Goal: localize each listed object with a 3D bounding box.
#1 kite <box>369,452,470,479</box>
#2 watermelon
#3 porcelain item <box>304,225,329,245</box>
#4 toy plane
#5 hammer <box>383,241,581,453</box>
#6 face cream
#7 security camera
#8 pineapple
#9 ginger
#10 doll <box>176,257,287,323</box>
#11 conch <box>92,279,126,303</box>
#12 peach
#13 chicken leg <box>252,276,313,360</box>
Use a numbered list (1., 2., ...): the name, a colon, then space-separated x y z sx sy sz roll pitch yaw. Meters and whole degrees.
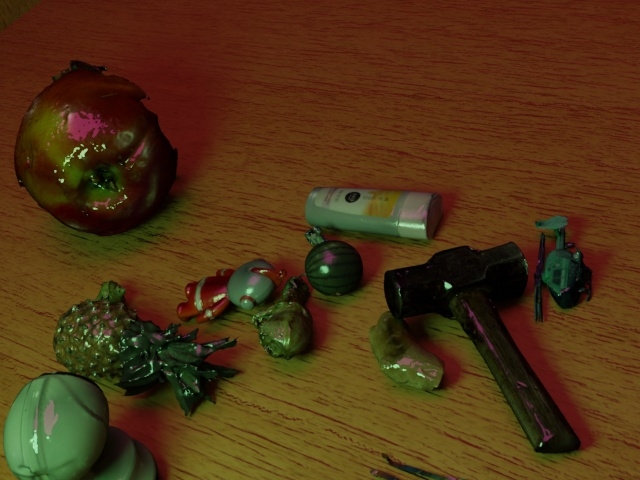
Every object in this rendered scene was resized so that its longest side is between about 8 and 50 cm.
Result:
1. kite: 0.167 0.374 1.345 0.245 0.015 0.141 14 41 38
2. watermelon: 0.013 0.054 1.718 0.133 0.105 0.105 -9 38 -9
3. porcelain item: 0.000 0.000 1.814 0.021 0.075 0.136 -31 41 -11
4. toy plane: 0.416 0.041 1.607 0.096 0.060 0.235 -14 42 29
5. hammer: 0.278 0.175 1.477 0.242 0.095 0.409 -12 48 -15
6. face cream: 0.105 -0.059 1.841 0.269 0.073 0.107 7 55 28
7. security camera: -0.387 0.331 1.445 0.196 0.277 0.191 -11 41 13
8. pineapple: -0.315 0.205 1.661 0.364 0.166 0.165 12 49 31
9. ginger: 0.139 0.188 1.543 0.095 0.069 0.190 -29 41 -4
10. doll: -0.165 0.092 1.767 0.245 0.076 0.142 -15 39 26
11. conch: -0.435 0.128 1.856 0.121 0.074 0.089 -33 1 18
12. peach: -0.512 -0.206 2.069 0.353 0.339 0.417 -22 35 -3
13. chicken leg: -0.065 0.139 1.681 0.103 0.088 0.228 -38 24 18
